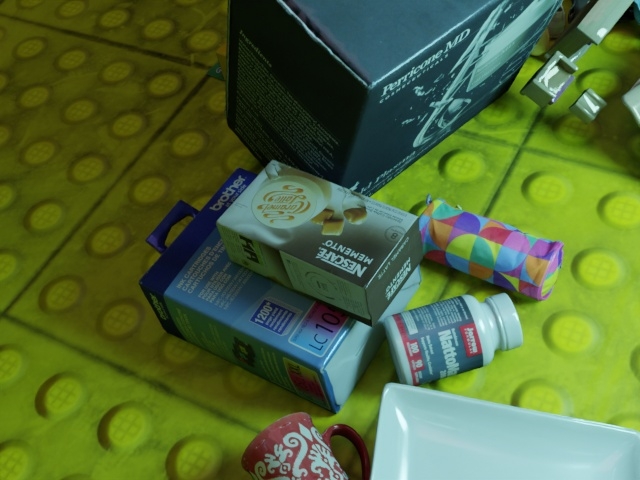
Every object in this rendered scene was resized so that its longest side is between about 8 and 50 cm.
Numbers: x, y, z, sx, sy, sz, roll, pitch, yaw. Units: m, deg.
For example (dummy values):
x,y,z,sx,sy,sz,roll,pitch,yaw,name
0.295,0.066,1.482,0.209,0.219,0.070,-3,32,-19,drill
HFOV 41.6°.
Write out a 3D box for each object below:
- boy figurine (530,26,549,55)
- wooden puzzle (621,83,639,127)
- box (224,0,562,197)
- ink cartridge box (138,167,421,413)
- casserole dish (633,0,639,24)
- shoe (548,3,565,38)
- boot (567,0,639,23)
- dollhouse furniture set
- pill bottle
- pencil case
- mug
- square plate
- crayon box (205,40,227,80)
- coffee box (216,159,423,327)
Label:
x,y,z,sx,sy,sz,roll,pitch,yaw,name
0.332,-0.445,1.664,0.177,0.092,0.285,-30,49,-17,boy figurine
0.624,-0.181,1.364,0.221,0.044,0.238,-32,89,-15,wooden puzzle
0.117,-0.333,1.327,0.480,0.472,0.297,-38,76,-18,box
-0.083,0.057,1.303,0.395,0.151,0.270,20,58,27,ink cartridge box
0.663,-0.420,1.579,0.188,0.037,0.114,17,54,-3,casserole dish
0.447,-0.495,1.699,0.076,0.058,0.219,-12,50,1,shoe
0.607,-0.524,1.687,0.263,0.091,0.229,-11,55,8,boot
0.553,-0.273,1.497,0.303,0.198,0.286,39,88,1,dollhouse furniture set
0.190,0.137,1.206,0.180,0.108,0.108,-16,50,-2,pill bottle
0.258,0.008,1.306,0.236,0.104,0.104,25,60,26,pencil case
0.002,0.314,1.098,0.150,0.113,0.169,-38,57,-6,mug
0.219,0.363,1.025,0.344,0.049,0.347,10,54,5,square plate
-0.059,-0.378,1.691,0.323,0.083,0.203,24,59,28,crayon box
0.000,0.000,1.170,0.246,0.098,0.141,24,59,27,coffee box
